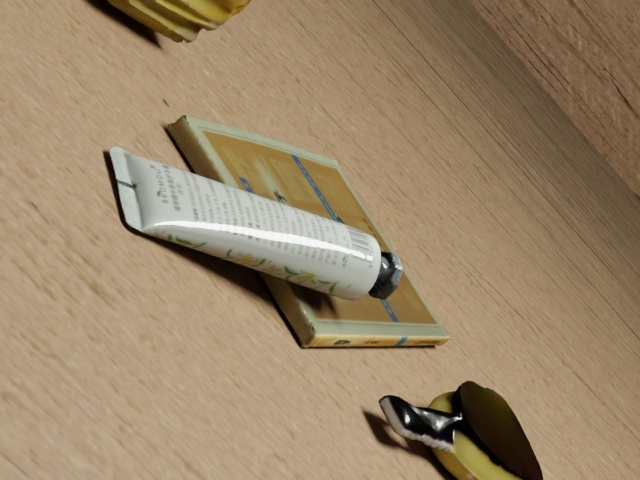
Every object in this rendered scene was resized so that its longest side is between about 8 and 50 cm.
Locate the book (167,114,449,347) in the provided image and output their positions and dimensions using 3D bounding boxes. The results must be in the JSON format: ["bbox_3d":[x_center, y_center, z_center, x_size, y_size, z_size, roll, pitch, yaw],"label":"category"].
[{"bbox_3d":[0.001,-0.001,1.029,0.170,0.018,0.242,58,18,16],"label":"book"}]

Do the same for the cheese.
[{"bbox_3d":[0.087,0.125,0.967,0.162,0.036,0.086,28,32,-53],"label":"cheese"}]

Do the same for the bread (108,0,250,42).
[{"bbox_3d":[-0.127,-0.279,1.038,0.119,0.152,0.288,10,43,-57],"label":"bread"}]

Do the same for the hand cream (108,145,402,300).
[{"bbox_3d":[-0.036,-0.003,0.879,0.194,0.042,0.067,19,40,-33],"label":"hand cream"}]
